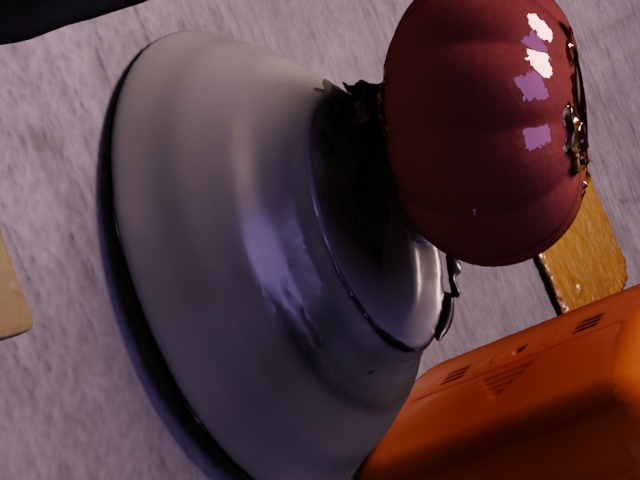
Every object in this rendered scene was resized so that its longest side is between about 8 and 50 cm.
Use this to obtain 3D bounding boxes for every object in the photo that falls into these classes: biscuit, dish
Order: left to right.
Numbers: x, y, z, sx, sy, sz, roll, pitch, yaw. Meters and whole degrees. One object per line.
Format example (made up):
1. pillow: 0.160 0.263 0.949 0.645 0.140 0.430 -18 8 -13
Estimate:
1. dish: 0.000 0.000 1.033 0.316 0.106 0.316 41 39 -45
2. biscuit: 0.237 -0.027 1.602 0.237 0.013 0.232 65 28 -12

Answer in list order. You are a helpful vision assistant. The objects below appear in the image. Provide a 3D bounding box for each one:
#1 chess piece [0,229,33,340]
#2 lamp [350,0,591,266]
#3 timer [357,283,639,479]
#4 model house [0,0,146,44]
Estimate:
1. chess piece: -0.189 0.015 0.713 0.200 0.090 0.090 -9 82 -74
2. lamp: 0.093 -0.073 1.003 0.182 0.140 0.182 -5 90 -74
3. timer: 0.175 0.129 1.124 0.161 0.257 0.250 55 32 -16
4. model house: -0.208 -0.246 0.665 0.360 0.297 0.339 63 -3 -15
